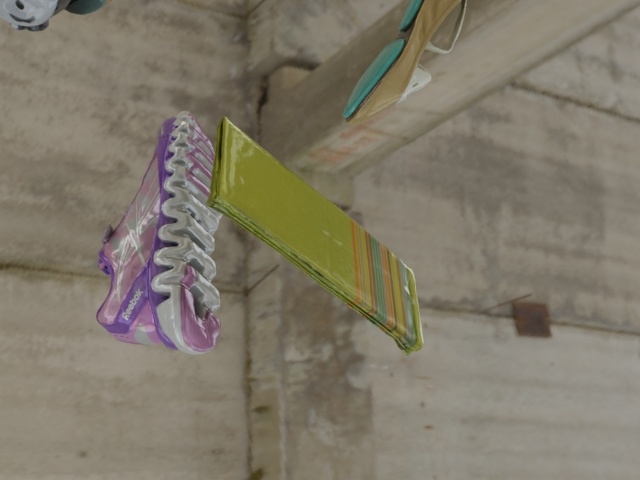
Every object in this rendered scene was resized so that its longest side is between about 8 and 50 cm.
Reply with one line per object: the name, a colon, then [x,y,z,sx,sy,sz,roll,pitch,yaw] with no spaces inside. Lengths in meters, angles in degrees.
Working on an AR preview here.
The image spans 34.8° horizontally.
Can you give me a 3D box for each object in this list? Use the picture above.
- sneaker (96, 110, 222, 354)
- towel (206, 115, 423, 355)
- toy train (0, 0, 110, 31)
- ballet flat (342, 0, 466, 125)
sneaker: [-0.145,-0.008,0.897,0.095,0.104,0.236,51,-146,-54]
towel: [0.000,0.000,0.833,0.237,0.021,0.102,38,-150,-31]
toy train: [-0.148,-0.289,0.788,0.142,0.190,0.334,25,-137,8]
ballet flat: [0.110,-0.219,1.164,0.073,0.080,0.232,31,-94,-15]
